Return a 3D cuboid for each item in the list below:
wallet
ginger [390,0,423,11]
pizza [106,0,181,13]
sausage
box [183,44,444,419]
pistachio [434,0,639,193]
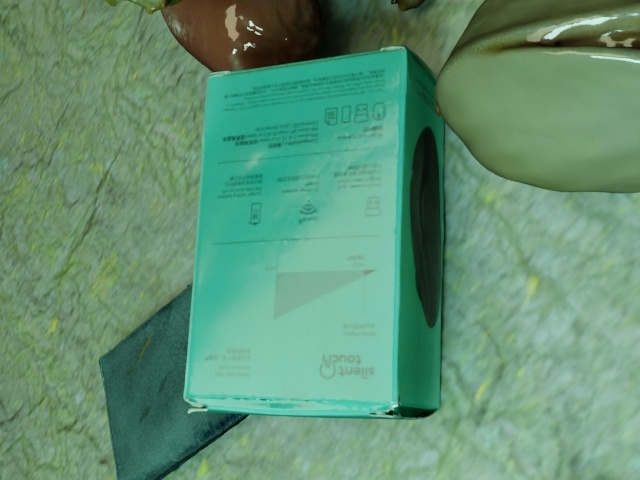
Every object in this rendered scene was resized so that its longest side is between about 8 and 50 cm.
[{"bbox_3d":[-0.125,0.130,1.041,0.379,0.046,0.191,-39,53,35],"label":"wallet"},{"bbox_3d":[0.085,-0.307,0.893,0.103,0.073,0.162,42,113,46],"label":"ginger"},{"bbox_3d":[-0.040,-0.326,0.869,0.406,0.130,0.440,-46,18,-14],"label":"pizza"},{"bbox_3d":[-0.089,-0.247,1.022,0.254,0.148,0.148,41,112,40],"label":"sausage"},{"bbox_3d":[0.000,0.000,0.837,0.205,0.118,0.311,-4,76,28],"label":"box"},{"bbox_3d":[0.210,-0.116,0.613,0.288,0.197,0.166,-3,82,37],"label":"pistachio"}]
